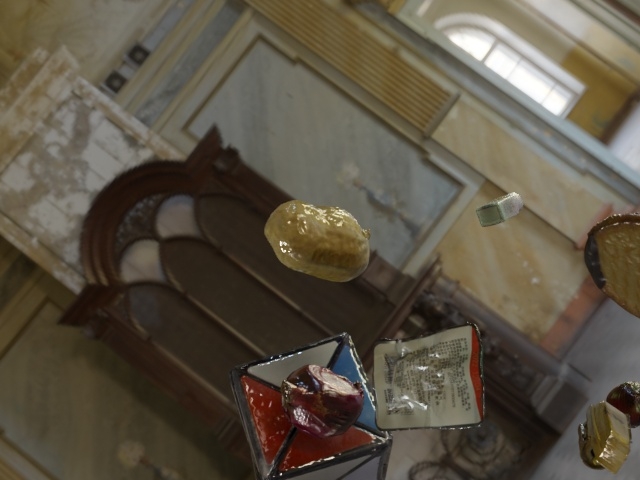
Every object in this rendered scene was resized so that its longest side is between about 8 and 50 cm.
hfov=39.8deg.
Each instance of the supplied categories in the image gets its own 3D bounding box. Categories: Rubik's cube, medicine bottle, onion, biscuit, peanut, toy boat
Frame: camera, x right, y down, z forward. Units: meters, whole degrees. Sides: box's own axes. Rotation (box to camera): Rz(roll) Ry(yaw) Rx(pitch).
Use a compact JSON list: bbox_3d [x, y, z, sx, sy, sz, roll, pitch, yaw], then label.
[{"bbox_3d":[-0.026,0.440,2.046,0.306,0.305,0.310,-17,-31,-10],"label":"Rubik's cube"},{"bbox_3d":[0.446,-0.078,2.175,0.118,0.055,0.074,-23,3,-42],"label":"medicine bottle"},{"bbox_3d":[-0.020,0.329,1.775,0.198,0.173,0.136,9,-79,-45],"label":"onion"},{"bbox_3d":[0.667,0.064,1.729,0.040,0.318,0.318,-51,-6,-26],"label":"biscuit"},{"bbox_3d":[0.000,0.000,1.534,0.224,0.129,0.129,13,-59,-42],"label":"peanut"},{"bbox_3d":[0.456,0.322,1.425,0.088,0.068,0.226,-56,-8,15],"label":"toy boat"},{"bbox_3d":[0.733,0.389,2.093,0.117,0.119,0.119,-2,-43,-42],"label":"onion"}]

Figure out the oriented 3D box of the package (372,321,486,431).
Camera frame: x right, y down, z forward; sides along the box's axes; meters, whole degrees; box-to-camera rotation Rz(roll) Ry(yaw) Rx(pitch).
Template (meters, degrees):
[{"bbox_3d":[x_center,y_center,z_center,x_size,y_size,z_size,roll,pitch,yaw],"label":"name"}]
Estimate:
[{"bbox_3d":[0.173,0.228,1.442,0.232,0.166,0.040,-17,-20,42],"label":"package"}]
